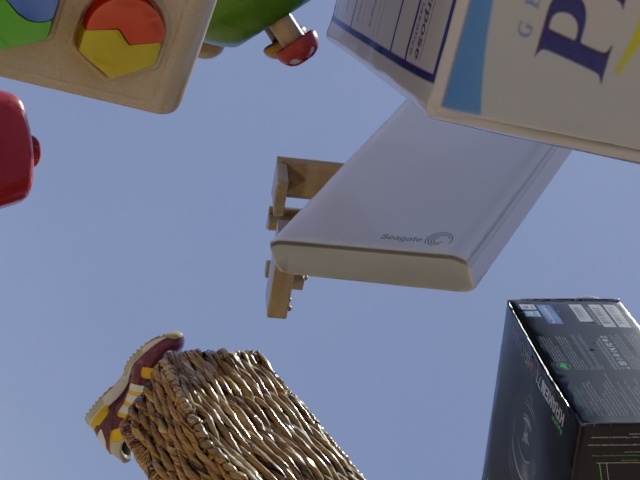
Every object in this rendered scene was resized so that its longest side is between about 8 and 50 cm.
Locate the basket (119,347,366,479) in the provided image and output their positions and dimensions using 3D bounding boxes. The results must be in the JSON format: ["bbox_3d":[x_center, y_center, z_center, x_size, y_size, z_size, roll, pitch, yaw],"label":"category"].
[{"bbox_3d":[-0.108,0.296,1.408,0.299,0.213,0.223,47,-66,29],"label":"basket"}]

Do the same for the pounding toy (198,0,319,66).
[{"bbox_3d":[-0.071,-0.235,1.412,0.236,0.183,0.110,-28,-80,30],"label":"pounding toy"}]

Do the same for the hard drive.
[{"bbox_3d":[0.133,-0.072,1.363,0.233,0.353,0.047,5,-53,34],"label":"hard drive"}]

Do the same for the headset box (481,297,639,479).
[{"bbox_3d":[0.260,0.237,1.258,0.246,0.131,0.283,-107,-160,-64],"label":"headset box"}]

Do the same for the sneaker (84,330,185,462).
[{"bbox_3d":[-0.209,0.191,1.535,0.084,0.069,0.185,48,-62,17],"label":"sneaker"}]

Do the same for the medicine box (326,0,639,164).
[{"bbox_3d":[0.116,-0.182,0.517,0.149,0.264,0.289,12,13,-10],"label":"medicine box"}]

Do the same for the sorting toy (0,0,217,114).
[{"bbox_3d":[-0.155,-0.187,0.833,0.038,0.208,0.193,51,-55,52],"label":"sorting toy"}]

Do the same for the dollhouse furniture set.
[{"bbox_3d":[0.000,0.000,1.566,0.123,0.151,0.144,5,-56,-9],"label":"dollhouse furniture set"}]

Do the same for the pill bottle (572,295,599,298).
[{"bbox_3d":[0.320,0.138,1.427,0.086,0.086,0.152,8,-32,45],"label":"pill bottle"}]

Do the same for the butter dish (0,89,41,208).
[{"bbox_3d":[-0.335,-0.088,1.253,0.159,0.118,0.160,-6,-90,47],"label":"butter dish"}]
